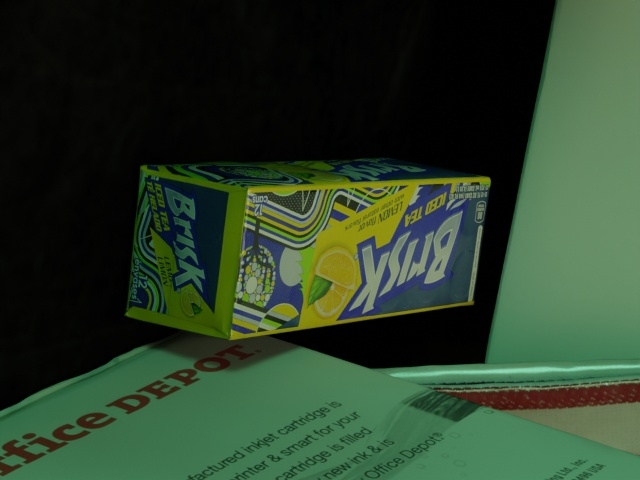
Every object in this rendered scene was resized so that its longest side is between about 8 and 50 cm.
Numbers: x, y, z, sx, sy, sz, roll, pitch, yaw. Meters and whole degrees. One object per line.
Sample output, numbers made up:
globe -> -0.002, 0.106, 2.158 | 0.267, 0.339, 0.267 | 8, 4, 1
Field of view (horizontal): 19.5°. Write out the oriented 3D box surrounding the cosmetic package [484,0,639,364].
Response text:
cosmetic package -> 0.191, -0.104, 0.852 | 0.197, 0.155, 0.365 | -7, 107, -75

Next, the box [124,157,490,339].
box -> 0.000, 0.000, 0.738 | 0.169, 0.054, 0.059 | -5, 105, -54

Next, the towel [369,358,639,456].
towel -> 0.099, 0.203, 0.801 | 0.037, 0.237, 0.329 | -80, 166, -65

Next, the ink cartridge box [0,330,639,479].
ink cartridge box -> 0.008, 0.134, 0.605 | 0.197, 0.273, 0.114 | -23, 122, -49
